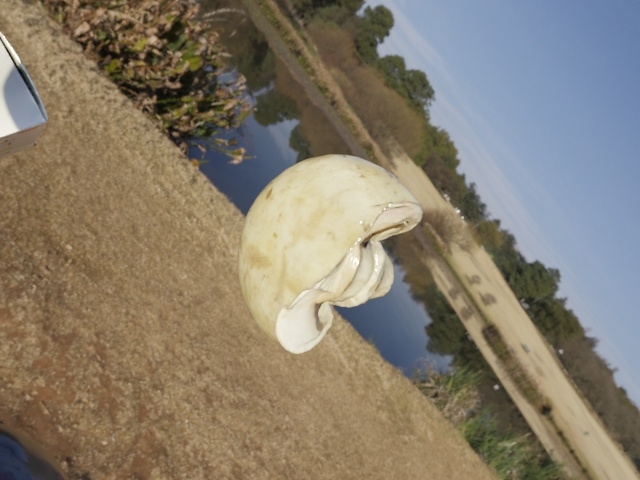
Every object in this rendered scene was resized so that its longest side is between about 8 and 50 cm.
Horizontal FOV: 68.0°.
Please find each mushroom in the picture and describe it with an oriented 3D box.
[{"bbox_3d":[0.000,0.000,0.618,0.189,0.254,0.195,50,18,27],"label":"mushroom"}]

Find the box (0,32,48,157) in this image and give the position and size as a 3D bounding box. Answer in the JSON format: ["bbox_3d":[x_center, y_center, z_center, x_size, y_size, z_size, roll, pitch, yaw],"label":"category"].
[{"bbox_3d":[-0.540,-0.138,0.581,0.332,0.173,0.145,-35,106,-33],"label":"box"}]

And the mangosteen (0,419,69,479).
[{"bbox_3d":[-0.439,0.353,0.412,0.381,0.380,0.421,51,54,-22],"label":"mangosteen"}]
